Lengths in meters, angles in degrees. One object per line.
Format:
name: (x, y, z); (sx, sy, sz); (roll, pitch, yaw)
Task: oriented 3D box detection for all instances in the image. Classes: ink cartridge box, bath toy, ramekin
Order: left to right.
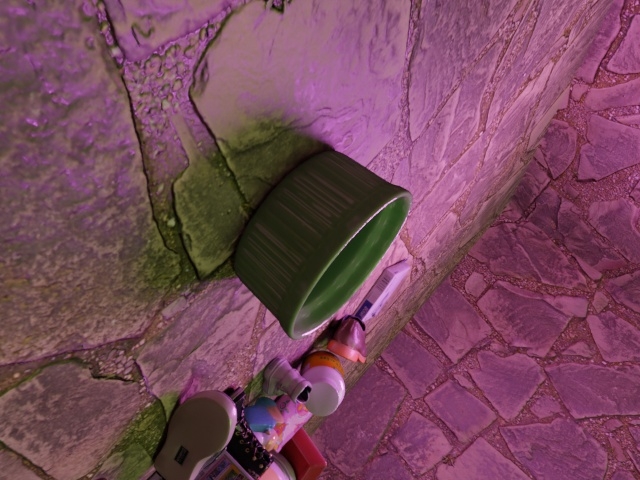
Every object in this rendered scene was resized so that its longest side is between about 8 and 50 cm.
bath toy: (-0.233, 0.611, 1.891); (0.348, 0.151, 0.129); (-58, -154, 21)
ramekin: (0.000, 0.000, 1.079); (0.303, 0.148, 0.303); (-46, 164, -18)
ink cartridge box: (0.220, 0.174, 2.274); (0.223, 0.045, 0.224); (-57, 163, 22)

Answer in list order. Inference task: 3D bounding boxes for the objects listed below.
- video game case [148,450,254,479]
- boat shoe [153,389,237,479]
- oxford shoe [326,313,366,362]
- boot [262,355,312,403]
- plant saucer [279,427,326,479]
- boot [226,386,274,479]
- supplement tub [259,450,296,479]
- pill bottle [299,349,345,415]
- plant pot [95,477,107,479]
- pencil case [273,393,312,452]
video game case: (-0.284, 0.578, 1.523); (0.212, 0.193, 0.023); (-42, 170, -29)
boat shoe: (-0.237, 0.388, 1.397); (0.340, 0.127, 0.158); (-53, 173, 38)
oxford shoe: (0.109, 0.318, 2.160); (0.364, 0.130, 0.133); (62, 52, -82)
boot: (-0.088, 0.408, 1.807); (0.095, 0.123, 0.258); (-45, 164, -17)
plant saucer: (-0.105, 0.729, 2.271); (0.047, 0.258, 0.259); (-20, 149, -35)
boot: (-0.179, 0.471, 1.595); (0.085, 0.178, 0.236); (-35, 159, -43)
supplement tub: (-0.249, 0.849, 2.149); (0.331, 0.241, 0.241); (-24, 150, -59)
pill bottle: (0.003, 0.423, 1.943); (0.136, 0.136, 0.246); (-52, -175, 6)
plant pot: (-0.402, 0.554, 1.197); (0.167, 0.165, 0.167); (-46, 163, -18)
pencil case: (-0.091, 0.545, 2.135); (0.284, 0.124, 0.124); (-49, 164, -10)
